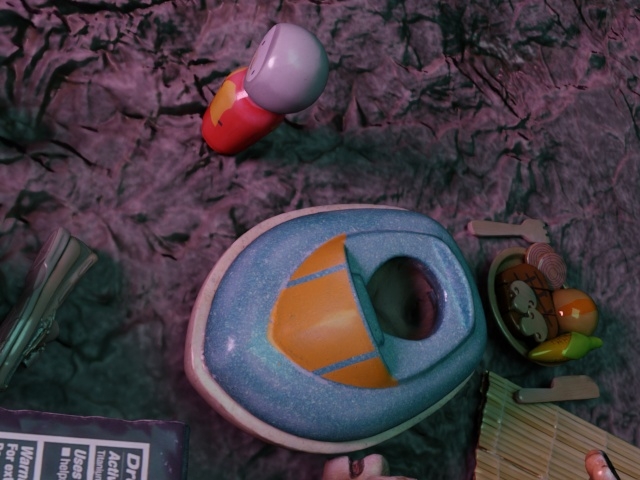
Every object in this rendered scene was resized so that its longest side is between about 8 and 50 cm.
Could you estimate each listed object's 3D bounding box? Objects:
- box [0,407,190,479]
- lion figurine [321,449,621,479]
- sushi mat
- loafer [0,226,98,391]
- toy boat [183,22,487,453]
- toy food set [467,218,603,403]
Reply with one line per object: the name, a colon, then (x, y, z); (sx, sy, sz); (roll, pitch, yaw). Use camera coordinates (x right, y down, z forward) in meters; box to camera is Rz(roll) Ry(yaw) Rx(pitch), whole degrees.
box: (-0.236, 0.228, 0.393); (0.294, 0.183, 0.296); (13, 66, -27)
lion figurine: (0.156, 0.289, 0.630); (0.392, 0.240, 0.142); (50, 18, -20)
sushi mat: (0.264, 0.249, 0.801); (0.316, 0.019, 0.151); (28, 58, -20)
loafer: (-0.189, 0.049, 0.583); (0.039, 0.045, 0.125); (33, 54, -25)
toy boat: (0.000, 0.000, 0.655); (0.267, 0.148, 0.318); (-19, 82, -36)
toy food set: (0.217, 0.059, 0.824); (0.132, 0.038, 0.192); (1, 66, -35)
